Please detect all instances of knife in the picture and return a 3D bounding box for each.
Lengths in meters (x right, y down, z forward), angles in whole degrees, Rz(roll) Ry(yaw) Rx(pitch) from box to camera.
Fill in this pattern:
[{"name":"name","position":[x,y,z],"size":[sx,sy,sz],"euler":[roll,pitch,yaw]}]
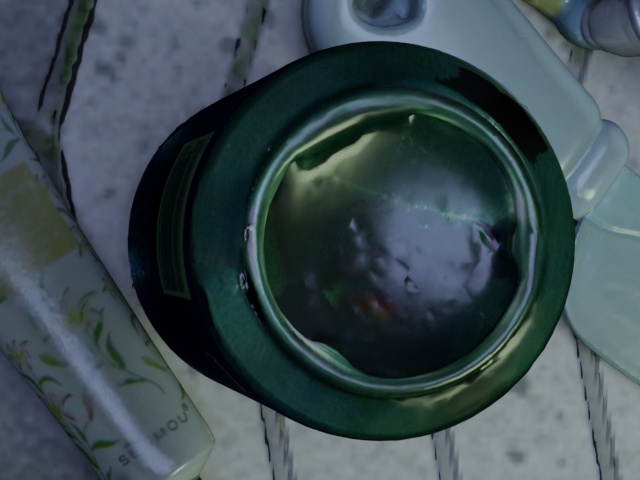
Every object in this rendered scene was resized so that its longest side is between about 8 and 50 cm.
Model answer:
[{"name":"knife","position":[0.121,0.003,0.696],"size":[0.331,0.044,0.080],"euler":[42,84,-11]}]

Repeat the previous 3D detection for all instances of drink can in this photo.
[{"name":"drink can","position":[0.000,0.000,0.587],"size":[0.118,0.205,0.118],"euler":[0,91,-12]}]

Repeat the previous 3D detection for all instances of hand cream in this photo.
[{"name":"hand cream","position":[-0.099,0.025,0.654],"size":[0.067,0.042,0.194],"euler":[-36,92,-6]}]

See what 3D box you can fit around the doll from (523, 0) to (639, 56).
[{"name":"doll","position":[0.173,-0.093,0.652],"size":[0.287,0.151,0.151],"euler":[40,84,-5]}]
